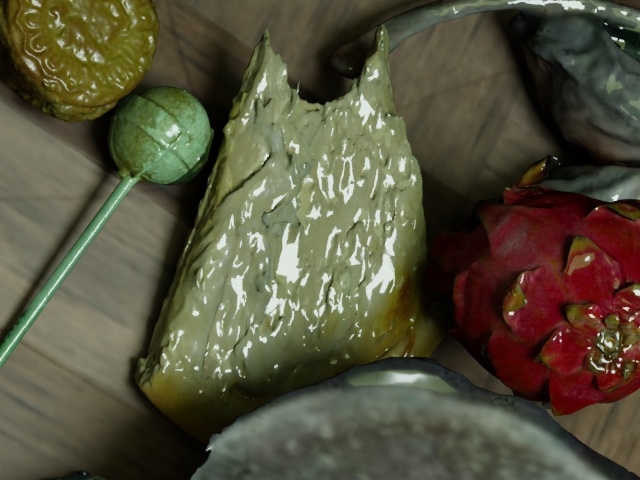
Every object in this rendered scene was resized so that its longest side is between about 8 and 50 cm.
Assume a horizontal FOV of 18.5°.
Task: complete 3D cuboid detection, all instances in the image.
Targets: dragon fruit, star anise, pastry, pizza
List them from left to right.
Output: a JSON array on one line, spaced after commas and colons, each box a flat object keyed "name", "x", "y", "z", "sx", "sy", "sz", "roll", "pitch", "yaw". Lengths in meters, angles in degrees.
[{"name": "pastry", "x": -0.139, "y": -0.120, "z": 1.085, "sx": 0.097, "sy": 0.057, "sz": 0.109, "roll": 12, "pitch": 80, "yaw": -28}, {"name": "pizza", "x": 0.000, "y": 0.000, "z": 1.133, "sx": 0.181, "sy": 0.034, "sz": 0.262, "roll": 12, "pitch": 92, "yaw": -26}, {"name": "dragon fruit", "x": 0.136, "y": 0.031, "z": 1.107, "sx": 0.133, "sy": 0.166, "sz": 0.136, "roll": 37, "pitch": 74, "yaw": -42}, {"name": "star anise", "x": 0.209, "y": -0.022, "z": 1.216, "sx": 0.359, "sy": 0.139, "sz": 0.316, "roll": -16, "pitch": 88, "yaw": -20}]

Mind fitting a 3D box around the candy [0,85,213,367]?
[{"name": "candy", "x": -0.129, "y": 0.000, "z": 1.089, "sx": 0.061, "sy": 0.061, "sz": 0.202, "roll": 39, "pitch": 77, "yaw": -19}]

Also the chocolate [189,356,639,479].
[{"name": "chocolate", "x": 0.040, "y": 0.243, "z": 1.044, "sx": 0.303, "sy": 0.213, "sz": 0.303, "roll": 8, "pitch": 51, "yaw": -10}]

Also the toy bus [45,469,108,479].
[{"name": "toy bus", "x": -0.161, "y": 0.167, "z": 1.032, "sx": 0.123, "sy": 0.075, "sz": 0.060, "roll": -18, "pitch": 93, "yaw": -28}]
